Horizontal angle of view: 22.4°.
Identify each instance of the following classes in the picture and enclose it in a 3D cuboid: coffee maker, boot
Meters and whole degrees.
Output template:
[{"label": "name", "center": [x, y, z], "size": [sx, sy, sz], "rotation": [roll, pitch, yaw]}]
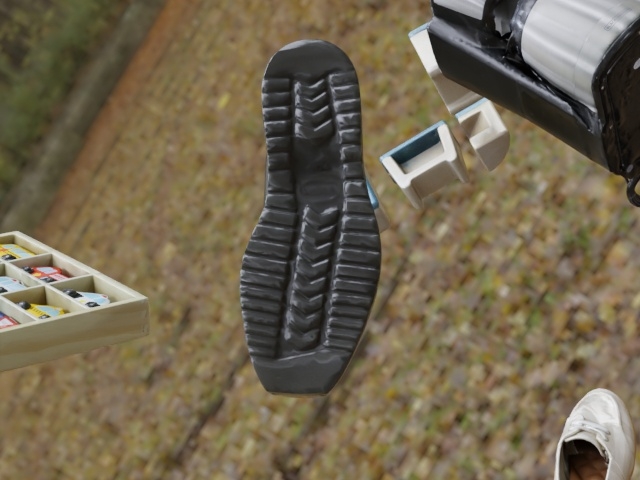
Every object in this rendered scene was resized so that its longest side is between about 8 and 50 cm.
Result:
[{"label": "coffee maker", "center": [0.170, -0.126, 1.171], "size": [0.120, 0.178, 0.171], "rotation": [-23, -48, -32]}, {"label": "boot", "center": [0.000, 0.000, 0.940], "size": [0.137, 0.077, 0.198], "rotation": [81, -165, -76]}]

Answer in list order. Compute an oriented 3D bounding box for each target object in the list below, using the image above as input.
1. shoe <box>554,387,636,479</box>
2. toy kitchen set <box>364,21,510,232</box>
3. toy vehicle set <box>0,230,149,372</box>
[{"label": "shoe", "center": [0.278, 0.236, 1.652], "size": [0.058, 0.076, 0.219], "rotation": [71, -153, -47]}, {"label": "toy kitchen set", "center": [0.070, -0.126, 1.692], "size": [0.207, 0.166, 0.122], "rotation": [-30, 43, 6]}, {"label": "toy vehicle set", "center": [-0.290, 0.051, 1.448], "size": [0.267, 0.166, 0.035], "rotation": [21, 118, 52]}]
